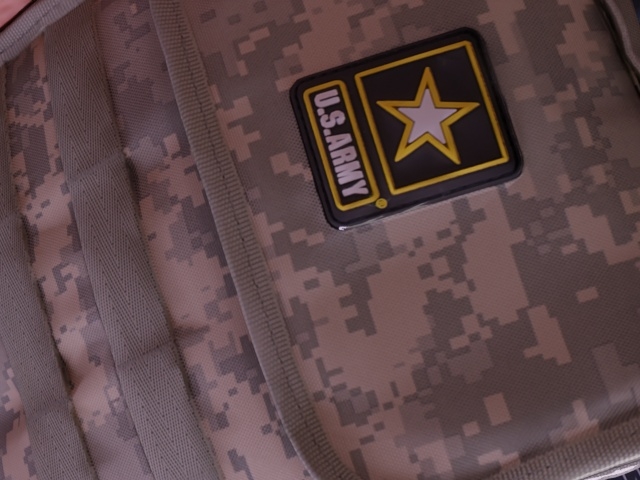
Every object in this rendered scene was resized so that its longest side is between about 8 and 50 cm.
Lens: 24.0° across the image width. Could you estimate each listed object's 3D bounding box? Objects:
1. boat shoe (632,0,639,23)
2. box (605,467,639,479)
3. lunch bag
[{"bbox_3d":[0.088,-0.076,0.716,0.254,0.079,0.095,-25,164,10],"label":"boat shoe"},{"bbox_3d":[0.106,0.137,0.903,0.293,0.395,0.212,-19,166,-2],"label":"box"},{"bbox_3d":[0.000,0.000,0.549,0.287,0.235,0.169,-29,161,34],"label":"lunch bag"}]
